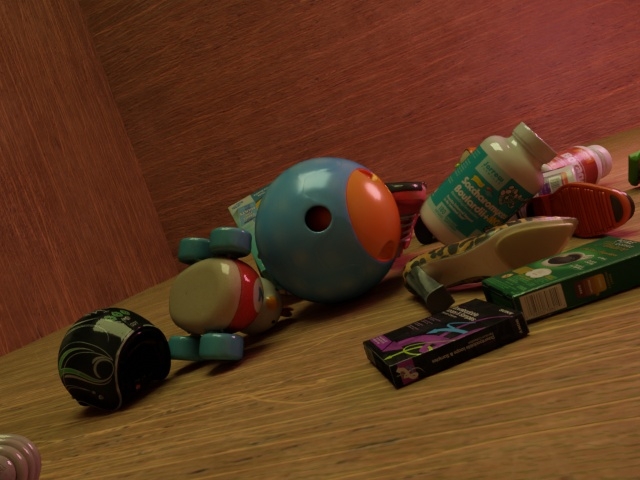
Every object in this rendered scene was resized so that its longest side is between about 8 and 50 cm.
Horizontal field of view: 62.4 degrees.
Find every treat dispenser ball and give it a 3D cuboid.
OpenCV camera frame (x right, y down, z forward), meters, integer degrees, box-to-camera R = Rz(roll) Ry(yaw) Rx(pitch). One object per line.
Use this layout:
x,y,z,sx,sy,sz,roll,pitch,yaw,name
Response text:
0.015,-0.020,1.044,0.288,0.288,0.288,-19,5,2,treat dispenser ball

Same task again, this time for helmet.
-0.354,0.197,0.888,0.162,0.169,0.169,3,15,27,helmet

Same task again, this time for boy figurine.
0.366,-0.072,1.479,0.177,0.092,0.285,-18,7,37,boy figurine

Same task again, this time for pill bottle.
0.332,-0.104,1.048,0.264,0.146,0.146,-49,-8,23,pill bottle
0.637,-0.173,1.363,0.216,0.121,0.121,-21,5,-19,pill bottle
0.462,-0.087,1.150,0.193,0.108,0.108,-16,6,31,pill bottle

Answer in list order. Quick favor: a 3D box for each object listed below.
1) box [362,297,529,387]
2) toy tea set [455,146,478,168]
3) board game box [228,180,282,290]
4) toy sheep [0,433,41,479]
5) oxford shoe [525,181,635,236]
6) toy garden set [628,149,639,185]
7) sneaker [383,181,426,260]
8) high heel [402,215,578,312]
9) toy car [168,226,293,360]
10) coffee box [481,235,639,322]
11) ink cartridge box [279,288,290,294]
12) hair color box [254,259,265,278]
0.140,0.113,0.617,0.162,0.029,0.116,-18,5,-9,box
0.453,-0.151,1.406,0.124,0.200,0.336,-10,10,0,toy tea set
-0.073,-0.049,1.342,0.254,0.079,0.336,-31,36,-5,board game box
-0.356,0.258,0.582,0.091,0.091,0.132,-21,0,-22,toy sheep
0.476,-0.063,0.946,0.098,0.097,0.271,-13,4,-6,oxford shoe
0.769,-0.208,1.083,0.244,0.049,0.204,-25,-35,16,toy garden set
0.180,-0.035,1.201,0.116,0.136,0.314,-4,-17,-3,sneaker
0.255,0.016,0.844,0.261,0.093,0.186,-28,11,1,high heel
-0.135,0.115,0.980,0.238,0.219,0.210,15,-20,-41,toy car
0.308,0.046,0.654,0.184,0.040,0.113,-19,5,0,coffee box
-0.056,0.093,1.352,0.104,0.060,0.180,-22,9,-29,ink cartridge box
0.000,0.000,1.482,0.374,0.185,0.113,-18,6,14,hair color box
